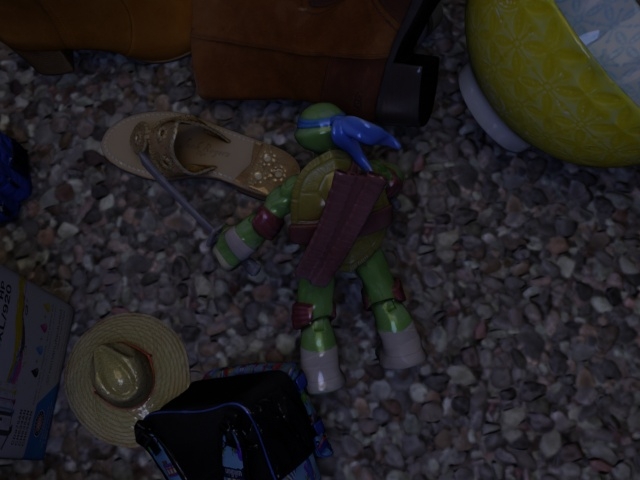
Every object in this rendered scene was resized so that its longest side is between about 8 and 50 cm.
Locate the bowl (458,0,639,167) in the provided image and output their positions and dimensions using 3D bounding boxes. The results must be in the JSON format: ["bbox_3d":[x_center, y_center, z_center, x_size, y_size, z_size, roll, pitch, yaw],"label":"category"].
[{"bbox_3d":[0.239,-0.179,0.818,0.156,0.289,0.289,-37,68,37],"label":"bowl"}]

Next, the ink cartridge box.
[{"bbox_3d":[-0.364,0.109,0.739,0.168,0.232,0.171,5,73,5],"label":"ink cartridge box"}]

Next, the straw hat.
[{"bbox_3d":[-0.204,0.137,0.811,0.145,0.061,0.144,-1,73,4],"label":"straw hat"}]

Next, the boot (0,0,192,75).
[{"bbox_3d":[-0.229,-0.281,0.867,0.295,0.211,0.104,-17,73,-2],"label":"boot"}]

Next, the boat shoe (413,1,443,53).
[{"bbox_3d":[-0.008,-0.311,0.915,0.302,0.113,0.103,37,73,12],"label":"boat shoe"}]

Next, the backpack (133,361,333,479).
[{"bbox_3d":[-0.065,0.214,0.736,0.158,0.117,0.173,-16,99,38],"label":"backpack"}]

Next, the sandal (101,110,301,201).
[{"bbox_3d":[-0.138,-0.107,0.875,0.240,0.079,0.088,15,74,8],"label":"sandal"}]

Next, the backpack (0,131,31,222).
[{"bbox_3d":[-0.376,-0.076,0.858,0.098,0.120,0.101,-14,72,-2],"label":"backpack"}]

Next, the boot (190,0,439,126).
[{"bbox_3d":[-0.005,-0.265,0.844,0.281,0.096,0.264,13,118,21],"label":"boot"}]

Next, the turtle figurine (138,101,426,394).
[{"bbox_3d":[0.000,0.000,0.802,0.275,0.198,0.266,-5,100,41],"label":"turtle figurine"}]
